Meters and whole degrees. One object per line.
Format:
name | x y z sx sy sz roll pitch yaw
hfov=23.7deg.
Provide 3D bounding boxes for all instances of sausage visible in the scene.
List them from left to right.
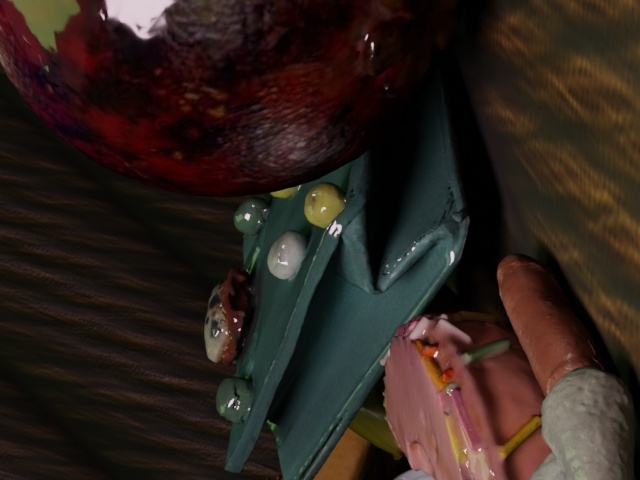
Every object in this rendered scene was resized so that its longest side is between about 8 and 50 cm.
sausage | 0.119 0.046 0.808 0.042 0.036 0.158 -63 16 18

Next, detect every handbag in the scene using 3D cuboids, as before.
handbag | -0.003 -0.003 1.085 0.269 0.100 0.274 -90 26 -48

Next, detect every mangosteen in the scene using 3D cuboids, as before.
mangosteen | -0.079 -0.187 0.910 0.359 0.306 0.306 25 141 32

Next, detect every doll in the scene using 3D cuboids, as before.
doll | 0.124 0.162 0.735 0.103 0.071 0.214 -108 22 -59

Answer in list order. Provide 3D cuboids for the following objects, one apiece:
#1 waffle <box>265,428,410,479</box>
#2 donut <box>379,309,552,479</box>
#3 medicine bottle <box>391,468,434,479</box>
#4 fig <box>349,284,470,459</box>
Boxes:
waffle | 0.033 0.204 1.420 0.304 0.077 0.348 86 -158 -52
donut | 0.103 0.143 0.890 0.199 0.085 0.233 96 160 -64
medicine bottle | 0.112 0.356 1.508 0.426 0.108 0.108 82 177 -58
fig | 0.058 0.094 1.230 0.154 0.144 0.166 68 180 -46
